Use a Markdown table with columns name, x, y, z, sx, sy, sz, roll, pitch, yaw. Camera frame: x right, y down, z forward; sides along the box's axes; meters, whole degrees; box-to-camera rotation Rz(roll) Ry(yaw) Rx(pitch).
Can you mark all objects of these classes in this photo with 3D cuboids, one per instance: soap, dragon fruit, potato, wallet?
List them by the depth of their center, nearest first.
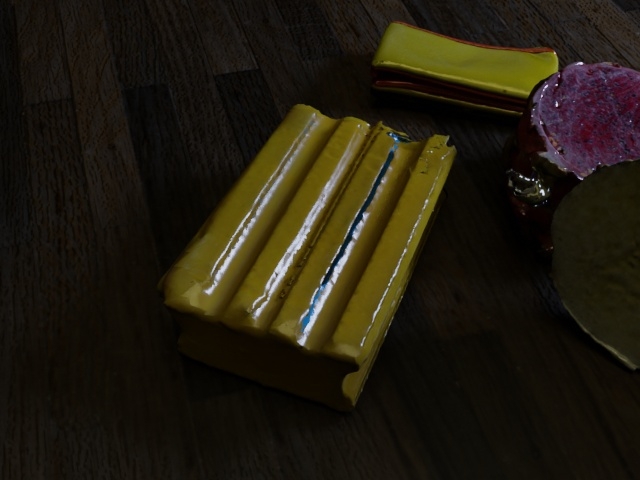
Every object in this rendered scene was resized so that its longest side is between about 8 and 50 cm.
| name | x | y | z | sx | sy | sz | roll | pitch | yaw |
| --- | --- | --- | --- | --- | --- | --- | --- | --- | --- |
| potato | 0.369 | 0.021 | 0.770 | 0.299 | 0.239 | 0.116 | 4 | 19 | 40 |
| soap | 0.000 | 0.000 | 0.865 | 0.204 | 0.096 | 0.324 | 18 | 48 | 14 |
| dragon fruit | 0.293 | -0.083 | 0.935 | 0.282 | 0.147 | 0.211 | -31 | 64 | -23 |
| wallet | 0.190 | -0.218 | 1.105 | 0.241 | 0.067 | 0.141 | 13 | 43 | 4 |
